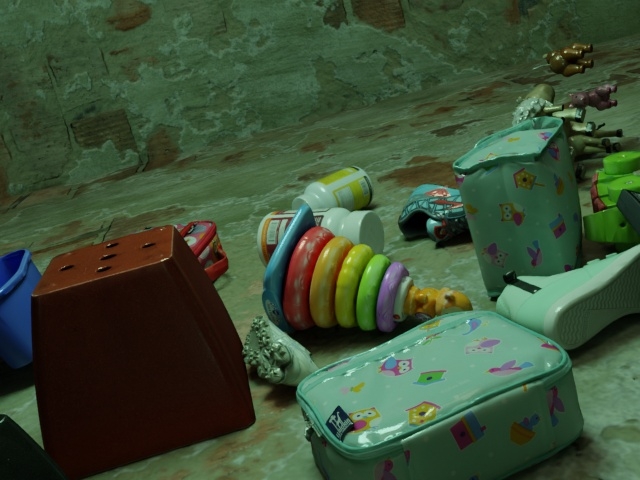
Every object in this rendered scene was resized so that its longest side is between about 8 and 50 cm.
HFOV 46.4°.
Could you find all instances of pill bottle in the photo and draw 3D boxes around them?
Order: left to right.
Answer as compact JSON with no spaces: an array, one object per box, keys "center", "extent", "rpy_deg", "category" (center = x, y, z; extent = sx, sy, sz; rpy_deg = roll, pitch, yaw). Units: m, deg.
[{"center":[0.000,0.000,1.404],"extent":[0.221,0.121,0.121],"rpy_deg":[-2,22,32],"category":"pill bottle"},{"center":[0.026,-0.095,1.699],"extent":[0.184,0.103,0.103],"rpy_deg":[-27,22,-36],"category":"pill bottle"}]

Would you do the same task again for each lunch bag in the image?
[{"center":[-0.312,0.058,1.493],"extent":[0.258,0.120,0.293],"rpy_deg":[-6,21,12],"category":"lunch bag"},{"center":[0.114,0.175,0.809],"extent":[0.279,0.108,0.224],"rpy_deg":[-19,19,-14],"category":"lunch bag"},{"center":[0.328,-0.063,1.176],"extent":[0.160,0.224,0.262],"rpy_deg":[-10,17,32],"category":"lunch bag"}]

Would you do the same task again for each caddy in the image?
[{"center":[-0.602,0.128,1.310],"extent":[0.241,0.179,0.341],"rpy_deg":[-31,20,-8],"category":"caddy"}]

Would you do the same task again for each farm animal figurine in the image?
[{"center":[0.510,-0.247,1.624],"extent":[0.172,0.330,0.327],"rpy_deg":[5,54,41],"category":"farm animal figurine"}]

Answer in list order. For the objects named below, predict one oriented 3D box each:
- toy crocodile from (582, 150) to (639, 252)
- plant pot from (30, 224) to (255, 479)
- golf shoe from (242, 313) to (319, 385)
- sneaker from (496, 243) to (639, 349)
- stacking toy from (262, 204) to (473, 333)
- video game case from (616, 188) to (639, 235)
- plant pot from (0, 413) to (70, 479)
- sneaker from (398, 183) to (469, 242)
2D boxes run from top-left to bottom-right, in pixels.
[{"center":[0.492,-0.066,1.237],"extent":[0.105,0.115,0.340],"rpy_deg":[-8,19,21],"category":"toy crocodile"},{"center":[-0.259,0.128,1.031],"extent":[0.267,0.236,0.267],"rpy_deg":[-16,17,-5],"category":"plant pot"},{"center":[-0.056,0.164,1.063],"extent":[0.086,0.069,0.176],"rpy_deg":[23,8,-26],"category":"golf shoe"},{"center":[0.358,0.055,1.011],"extent":[0.255,0.094,0.151],"rpy_deg":[-21,17,-22],"category":"sneaker"},{"center":[0.078,0.076,1.118],"extent":[0.301,0.175,0.166],"rpy_deg":[12,56,20],"category":"stacking toy"},{"center":[0.532,0.013,0.943],"extent":[0.248,0.035,0.275],"rpy_deg":[13,21,3],"category":"video game case"},{"center":[-0.379,0.284,0.764],"extent":[0.187,0.167,0.188],"rpy_deg":[-7,20,22],"category":"plant pot"},{"center":[0.257,-0.036,1.404],"extent":[0.261,0.104,0.125],"rpy_deg":[1,40,49],"category":"sneaker"}]
